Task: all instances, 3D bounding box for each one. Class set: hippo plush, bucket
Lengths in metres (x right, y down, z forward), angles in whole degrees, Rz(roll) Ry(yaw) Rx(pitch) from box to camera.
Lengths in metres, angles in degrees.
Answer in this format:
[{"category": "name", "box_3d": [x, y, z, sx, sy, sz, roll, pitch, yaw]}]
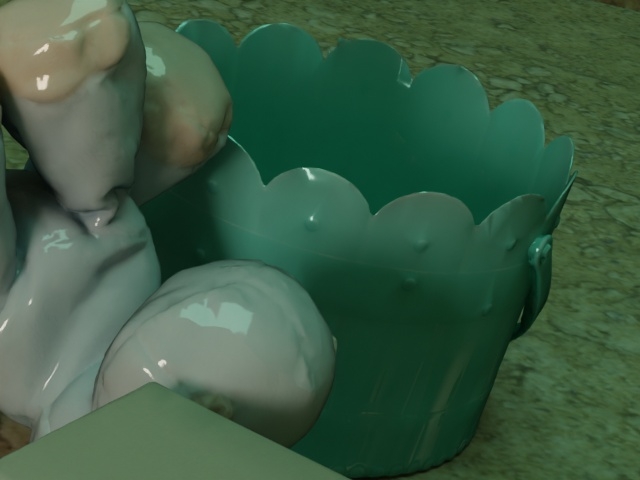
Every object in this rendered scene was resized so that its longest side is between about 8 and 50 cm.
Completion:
[{"category": "hippo plush", "box_3d": [-0.129, 0.051, 0.923, 0.234, 0.294, 0.236, -2, 50, -51]}, {"category": "bucket", "box_3d": [0.000, 0.000, 1.146, 0.281, 0.183, 0.281, 12, 22, -5]}]

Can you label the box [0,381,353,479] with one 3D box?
[{"category": "box", "box_3d": [0.013, 0.189, 0.746, 0.311, 0.148, 0.121, 22, 24, 26]}]
